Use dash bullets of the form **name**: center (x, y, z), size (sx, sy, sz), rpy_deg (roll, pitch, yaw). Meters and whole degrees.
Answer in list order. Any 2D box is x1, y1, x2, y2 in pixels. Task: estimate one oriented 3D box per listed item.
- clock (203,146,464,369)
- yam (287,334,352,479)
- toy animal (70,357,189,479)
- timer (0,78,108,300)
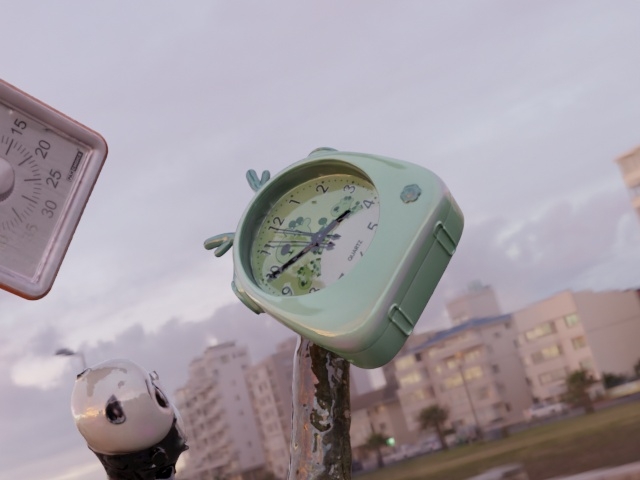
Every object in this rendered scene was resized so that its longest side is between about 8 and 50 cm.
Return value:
- **clock**: center (0.000, 0.000, 0.774), size (0.210, 0.159, 0.066), rpy_deg (21, -17, 38)
- **yam**: center (0.001, 0.175, 0.822), size (0.061, 0.274, 0.061), rpy_deg (2, -20, 1)
- **toy animal**: center (-0.255, 0.245, 1.292), size (0.138, 0.166, 0.179), rpy_deg (-34, -46, -28)
- **timer**: center (-0.464, -0.082, 1.297), size (0.161, 0.258, 0.250), rpy_deg (7, -19, 38)
